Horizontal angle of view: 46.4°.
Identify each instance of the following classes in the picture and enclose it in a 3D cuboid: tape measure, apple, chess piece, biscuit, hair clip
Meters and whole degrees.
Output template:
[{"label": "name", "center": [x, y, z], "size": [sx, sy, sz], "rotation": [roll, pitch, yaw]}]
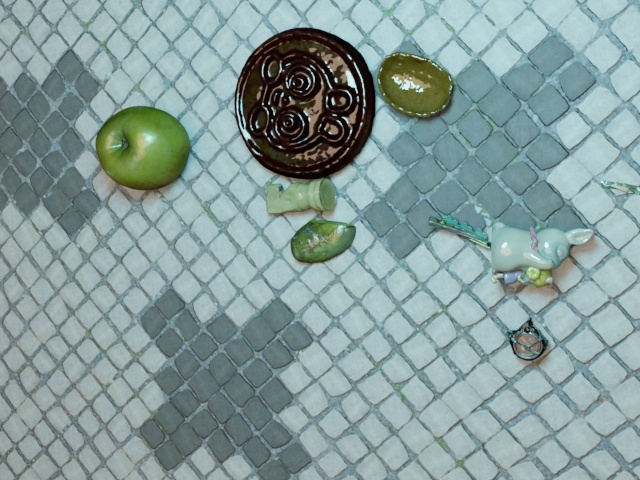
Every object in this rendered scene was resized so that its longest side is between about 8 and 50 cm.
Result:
[{"label": "tape measure", "center": [0.516, 0.253, 1.866], "size": [0.091, 0.054, 0.094], "rotation": [-35, 76, 21]}, {"label": "apple", "center": [-0.504, -0.261, 2.116], "size": [0.260, 0.194, 0.261], "rotation": [1, 94, 20]}, {"label": "chess piece", "center": [-0.064, -0.117, 2.035], "size": [0.200, 0.090, 0.090], "rotation": [-4, 94, 30]}, {"label": "biscuit", "center": [-0.050, -0.364, 1.996], "size": [0.407, 0.091, 0.407], "rotation": [2, 95, 19]}, {"label": "hair clip", "center": [0.359, -0.029, 1.903], "size": [0.173, 0.049, 0.049], "rotation": [23, 103, 11]}]

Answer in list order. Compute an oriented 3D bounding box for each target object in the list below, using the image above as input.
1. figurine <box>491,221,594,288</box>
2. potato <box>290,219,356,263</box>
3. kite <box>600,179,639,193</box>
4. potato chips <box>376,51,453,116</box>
[{"label": "figurine", "center": [0.534, 0.034, 1.803], "size": [0.235, 0.127, 0.155], "rotation": [0, 77, 17]}, {"label": "potato", "center": [0.000, 0.000, 2.033], "size": [0.198, 0.054, 0.119], "rotation": [-7, 90, 21]}, {"label": "kite", "center": [0.790, -0.112, 1.753], "size": [0.250, 0.012, 0.229], "rotation": [17, 97, 18]}, {"label": "potato chips", "center": [0.241, -0.395, 1.907], "size": [0.201, 0.049, 0.150], "rotation": [21, 98, 19]}]
